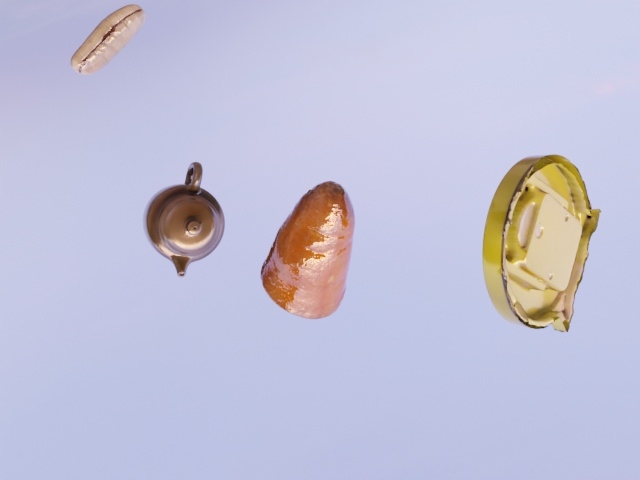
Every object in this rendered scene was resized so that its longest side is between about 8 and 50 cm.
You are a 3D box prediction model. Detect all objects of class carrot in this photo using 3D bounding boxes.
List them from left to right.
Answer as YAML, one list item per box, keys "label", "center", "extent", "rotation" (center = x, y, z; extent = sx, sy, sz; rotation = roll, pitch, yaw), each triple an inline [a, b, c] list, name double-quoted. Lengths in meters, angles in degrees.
- label: "carrot"
  center: [0.000, 0.000, 0.979]
  extent: [0.159, 0.225, 0.159]
  rotation: [15, -144, -11]

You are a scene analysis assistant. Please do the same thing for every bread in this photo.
- label: "bread"
  center: [-0.478, -0.457, 1.300]
  extent: [0.053, 0.073, 0.214]
  rotation: [33, -103, 40]

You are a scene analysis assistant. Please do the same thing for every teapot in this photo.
- label: "teapot"
  center: [-0.308, -0.050, 1.329]
  extent: [0.185, 0.268, 0.175]
  rotation: [8, -176, -28]

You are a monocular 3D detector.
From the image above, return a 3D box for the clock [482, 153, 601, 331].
- label: "clock"
  center: [0.348, 0.003, 0.929]
  extent: [0.071, 0.293, 0.277]
  rotation: [9, -110, 48]
